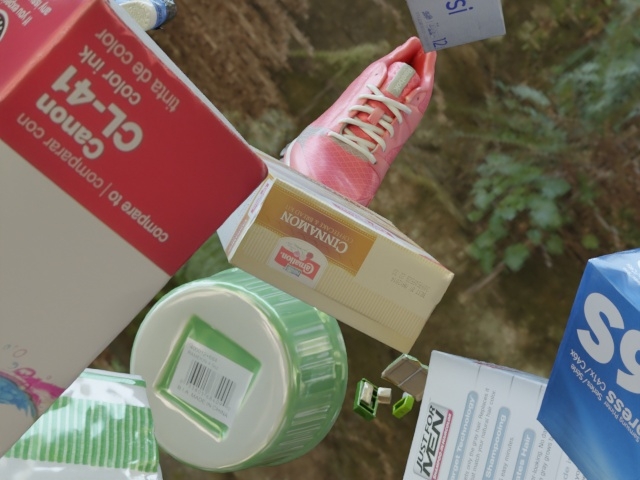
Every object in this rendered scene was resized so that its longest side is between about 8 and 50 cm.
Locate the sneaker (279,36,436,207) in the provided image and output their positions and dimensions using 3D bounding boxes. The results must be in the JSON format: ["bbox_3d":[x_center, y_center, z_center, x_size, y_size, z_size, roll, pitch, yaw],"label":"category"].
[{"bbox_3d":[0.051,-0.140,1.221,0.136,0.116,0.314,-54,4,40],"label":"sneaker"}]

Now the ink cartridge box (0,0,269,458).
[{"bbox_3d":[-0.207,0.000,0.523,0.306,0.131,0.226,-46,42,-4],"label":"ink cartridge box"}]

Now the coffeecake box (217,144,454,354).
[{"bbox_3d":[0.000,0.000,0.797,0.068,0.142,0.185,-60,15,6],"label":"coffeecake box"}]

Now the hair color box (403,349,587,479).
[{"bbox_3d":[0.240,0.235,1.002,0.374,0.113,0.186,12,87,55],"label":"hair color box"}]

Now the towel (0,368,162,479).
[{"bbox_3d":[-0.235,0.230,0.918,0.247,0.325,0.038,15,-54,-33],"label":"towel"}]

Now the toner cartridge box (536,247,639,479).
[{"bbox_3d":[0.285,0.169,0.706,0.075,0.348,0.165,-11,-51,-23],"label":"toner cartridge box"}]

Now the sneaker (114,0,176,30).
[{"bbox_3d":[-0.260,-0.304,1.423,0.152,0.058,0.084,5,21,30],"label":"sneaker"}]

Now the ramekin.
[{"bbox_3d":[-0.126,0.188,1.552,0.303,0.303,0.148,-40,-15,19],"label":"ramekin"}]

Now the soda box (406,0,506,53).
[{"bbox_3d":[0.121,-0.309,1.095,0.098,0.091,0.286,-12,-24,13],"label":"soda box"}]

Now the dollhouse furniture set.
[{"bbox_3d":[0.112,0.205,1.569,0.151,0.076,0.059,-44,18,36],"label":"dollhouse furniture set"}]
